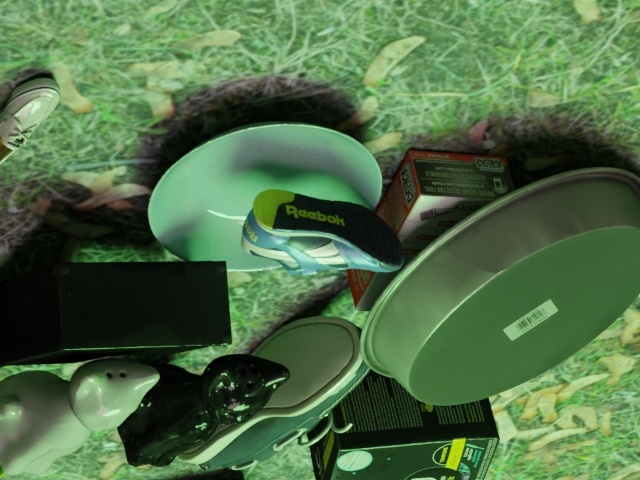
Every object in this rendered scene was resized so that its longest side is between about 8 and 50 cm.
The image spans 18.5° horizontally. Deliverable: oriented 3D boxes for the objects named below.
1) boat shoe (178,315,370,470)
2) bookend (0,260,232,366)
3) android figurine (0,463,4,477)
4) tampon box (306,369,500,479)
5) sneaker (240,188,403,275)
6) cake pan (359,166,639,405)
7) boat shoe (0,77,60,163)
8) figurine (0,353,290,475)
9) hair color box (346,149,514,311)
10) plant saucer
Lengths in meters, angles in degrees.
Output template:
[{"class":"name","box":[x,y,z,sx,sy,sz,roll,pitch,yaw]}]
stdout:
[{"class":"boat shoe","box":[-0.032,0.151,1.841,0.079,0.095,0.254,22,134,-37]},{"class":"bookend","box":[-0.181,0.063,1.659,0.157,0.072,0.156,0,172,-32]},{"class":"android figurine","box":[-0.424,0.213,1.838,0.248,0.056,0.273,17,135,-36]},{"class":"tampon box","box":[0.077,0.188,1.919,0.161,0.101,0.120,-4,143,-12]},{"class":"sneaker","box":[0.000,0.000,1.616,0.144,0.053,0.059,16,136,-22]},{"class":"cake pan","box":[0.175,0.050,1.729,0.293,0.054,0.293,-23,152,-13]},{"class":"boat shoe","box":[-0.233,-0.085,1.503,0.100,0.035,0.035,-35,139,29]},{"class":"figurine","box":[-0.164,0.139,1.711,0.215,0.092,0.209,1,164,-36]},{"class":"hair color box","box":[0.094,-0.005,1.701,0.093,0.053,0.167,3,143,-21]},{"class":"plant saucer","box":[-0.048,-0.045,1.614,0.195,0.037,0.195,-9,145,-6]}]
